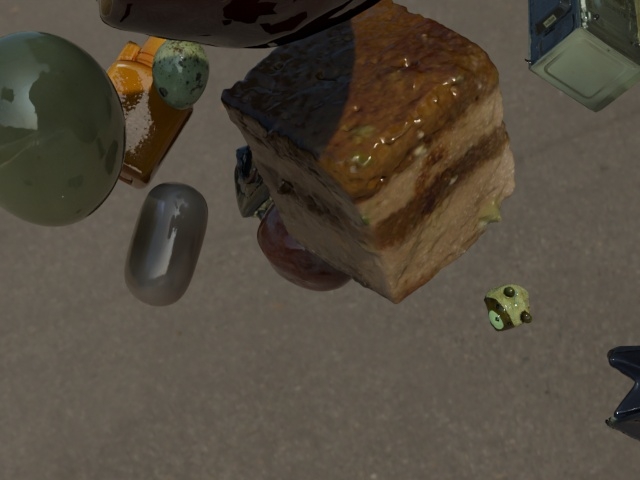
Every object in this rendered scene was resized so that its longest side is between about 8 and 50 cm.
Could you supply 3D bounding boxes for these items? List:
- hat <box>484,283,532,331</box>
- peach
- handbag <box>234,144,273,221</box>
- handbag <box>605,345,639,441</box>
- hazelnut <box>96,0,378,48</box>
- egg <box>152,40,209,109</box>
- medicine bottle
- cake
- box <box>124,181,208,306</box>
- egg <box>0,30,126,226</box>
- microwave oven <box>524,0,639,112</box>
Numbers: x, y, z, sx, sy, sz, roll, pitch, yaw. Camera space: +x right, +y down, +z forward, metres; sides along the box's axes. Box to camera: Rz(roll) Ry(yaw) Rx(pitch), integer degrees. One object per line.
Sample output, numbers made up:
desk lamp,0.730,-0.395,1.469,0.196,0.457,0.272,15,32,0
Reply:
hat,0.327,0.111,1.796,0.076,0.077,0.059,-12,-9,-35
peach,0.000,0.000,1.399,0.152,0.152,0.152,-14,32,9
handbag,-0.072,-0.133,2.132,0.181,0.254,0.181,2,66,-23
handbag,0.606,0.218,1.488,0.329,0.303,0.122,-17,58,36
hazelnut,-0.076,-0.288,0.497,0.402,0.402,0.429,-10,14,14
egg,-0.207,-0.247,1.553,0.085,0.110,0.085,5,32,-3
medicine bottle,-0.288,-0.211,1.685,0.222,0.149,0.112,-60,7,-12
cake,0.061,-0.065,1.033,0.199,0.293,0.196,31,65,37
box,-0.245,0.005,1.662,0.088,0.200,0.146,15,2,-31
egg,-0.314,-0.121,1.189,0.186,0.241,0.186,1,43,-1
microwave oven,0.417,-0.334,1.634,0.129,0.163,0.205,-39,33,42
